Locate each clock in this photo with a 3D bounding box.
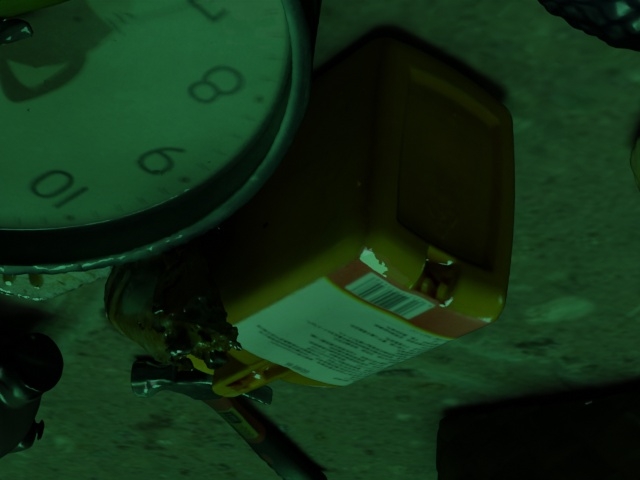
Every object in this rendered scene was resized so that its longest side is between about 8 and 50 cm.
[{"bbox_3d":[-0.159,-0.104,0.661,0.325,0.067,0.325,-1,139,-1],"label":"clock"}]

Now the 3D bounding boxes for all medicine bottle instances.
[{"bbox_3d":[0.001,0.000,0.802,0.112,0.149,0.222,27,144,-29],"label":"medicine bottle"}]

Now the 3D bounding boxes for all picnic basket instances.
[{"bbox_3d":[0.244,0.320,1.170,0.293,0.337,0.337,-14,146,29],"label":"picnic basket"}]

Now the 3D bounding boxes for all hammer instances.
[{"bbox_3d":[-0.059,0.172,1.235,0.111,0.033,0.288,-6,149,19],"label":"hammer"}]

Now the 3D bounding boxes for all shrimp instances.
[{"bbox_3d":[-0.084,0.026,0.762,0.043,0.091,0.184,19,-168,-28],"label":"shrimp"}]

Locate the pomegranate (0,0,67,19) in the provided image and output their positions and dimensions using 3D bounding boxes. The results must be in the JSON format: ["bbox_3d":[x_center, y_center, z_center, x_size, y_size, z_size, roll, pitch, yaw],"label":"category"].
[{"bbox_3d":[-0.092,-0.161,0.371,0.291,0.323,0.291,-29,163,-10],"label":"pomegranate"}]

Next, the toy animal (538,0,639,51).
[{"bbox_3d":[0.121,-0.152,0.489,0.122,0.185,0.298,-13,165,20],"label":"toy animal"}]

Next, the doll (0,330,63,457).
[{"bbox_3d":[-0.318,0.136,1.121,0.182,0.117,0.257,25,144,-29],"label":"doll"}]

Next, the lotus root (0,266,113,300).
[{"bbox_3d":[-0.183,-0.025,0.855,0.122,0.081,0.112,18,146,-22],"label":"lotus root"}]

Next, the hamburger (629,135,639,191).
[{"bbox_3d":[0.337,0.035,0.763,0.330,0.209,0.162,7,150,-1],"label":"hamburger"}]
